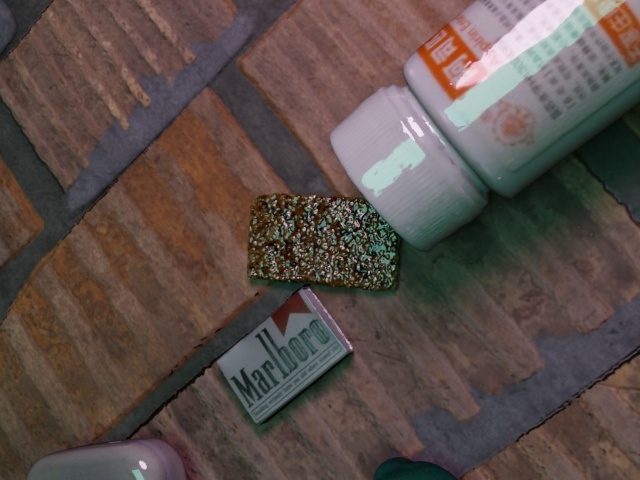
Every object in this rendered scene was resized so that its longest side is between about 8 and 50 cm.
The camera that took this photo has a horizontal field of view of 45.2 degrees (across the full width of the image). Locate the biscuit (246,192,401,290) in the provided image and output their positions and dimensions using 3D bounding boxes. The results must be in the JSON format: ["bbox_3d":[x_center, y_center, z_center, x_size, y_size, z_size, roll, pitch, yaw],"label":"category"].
[{"bbox_3d":[0.000,0.000,1.073,0.231,0.025,0.130,3,88,22],"label":"biscuit"}]

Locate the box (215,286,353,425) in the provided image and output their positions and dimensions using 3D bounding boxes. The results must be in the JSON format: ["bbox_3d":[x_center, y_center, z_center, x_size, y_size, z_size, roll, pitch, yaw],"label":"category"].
[{"bbox_3d":[-0.053,0.164,1.082,0.177,0.036,0.115,-42,73,16],"label":"box"}]

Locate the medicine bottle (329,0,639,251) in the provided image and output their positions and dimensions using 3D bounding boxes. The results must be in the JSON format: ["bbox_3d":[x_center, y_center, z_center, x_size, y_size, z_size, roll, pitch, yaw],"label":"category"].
[{"bbox_3d":[0.210,-0.169,0.895,0.371,0.211,0.211,-38,75,16],"label":"medicine bottle"}]

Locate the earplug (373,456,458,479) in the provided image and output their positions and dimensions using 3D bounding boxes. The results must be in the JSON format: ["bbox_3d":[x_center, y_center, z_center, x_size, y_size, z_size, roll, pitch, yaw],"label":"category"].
[{"bbox_3d":[0.181,0.356,0.913,0.257,0.164,0.280,-45,62,7],"label":"earplug"}]

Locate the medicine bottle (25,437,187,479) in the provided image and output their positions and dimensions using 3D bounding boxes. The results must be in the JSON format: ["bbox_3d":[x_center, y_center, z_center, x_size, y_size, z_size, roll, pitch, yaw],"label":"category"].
[{"bbox_3d":[-0.295,0.484,1.118,0.283,0.123,0.374,-12,84,20],"label":"medicine bottle"}]
